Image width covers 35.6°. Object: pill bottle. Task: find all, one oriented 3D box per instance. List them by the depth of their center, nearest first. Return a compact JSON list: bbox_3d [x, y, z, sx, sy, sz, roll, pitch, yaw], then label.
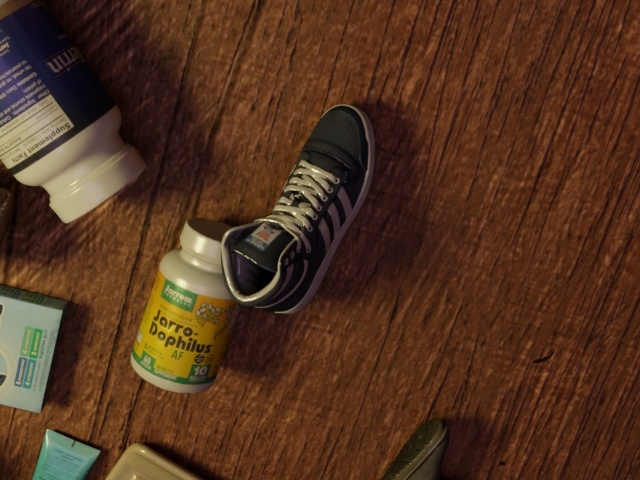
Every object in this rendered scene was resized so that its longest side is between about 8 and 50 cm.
[{"bbox_3d":[-0.335,-0.161,1.190,0.153,0.153,0.264,-32,106,8],"label":"pill bottle"},{"bbox_3d":[-0.163,0.082,1.290,0.118,0.117,0.208,19,106,-7],"label":"pill bottle"}]

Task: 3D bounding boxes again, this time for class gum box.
[{"bbox_3d":[-0.448,0.136,1.337,0.184,0.041,0.157,14,107,-7],"label":"gum box"}]

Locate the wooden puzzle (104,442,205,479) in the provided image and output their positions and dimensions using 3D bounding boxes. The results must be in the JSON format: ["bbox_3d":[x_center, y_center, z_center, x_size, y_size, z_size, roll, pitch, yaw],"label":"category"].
[{"bbox_3d":[-0.224,0.503,1.440,0.322,0.080,0.348,33,104,-11],"label":"wooden puzzle"}]

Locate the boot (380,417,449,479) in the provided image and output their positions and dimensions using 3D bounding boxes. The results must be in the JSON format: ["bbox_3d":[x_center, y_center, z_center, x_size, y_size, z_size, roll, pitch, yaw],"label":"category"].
[{"bbox_3d":[0.199,0.364,1.413,0.208,0.076,0.189,31,118,-4],"label":"boot"}]

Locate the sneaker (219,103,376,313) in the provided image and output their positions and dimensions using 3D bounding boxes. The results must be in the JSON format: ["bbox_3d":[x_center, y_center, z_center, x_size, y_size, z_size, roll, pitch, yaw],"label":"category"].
[{"bbox_3d":[-0.027,-0.040,1.216,0.099,0.153,0.282,25,97,25],"label":"sneaker"}]

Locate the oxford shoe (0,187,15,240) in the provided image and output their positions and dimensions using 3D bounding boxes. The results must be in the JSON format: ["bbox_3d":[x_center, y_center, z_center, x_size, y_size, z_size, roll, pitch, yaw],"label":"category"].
[{"bbox_3d":[-0.559,-0.065,1.248,0.364,0.132,0.130,22,149,3],"label":"oxford shoe"}]

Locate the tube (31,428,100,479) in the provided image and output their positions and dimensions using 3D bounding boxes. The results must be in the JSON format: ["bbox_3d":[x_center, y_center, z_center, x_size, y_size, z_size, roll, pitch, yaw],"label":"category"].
[{"bbox_3d":[-0.388,0.372,1.413,0.080,0.052,0.207,23,101,-10],"label":"tube"}]
